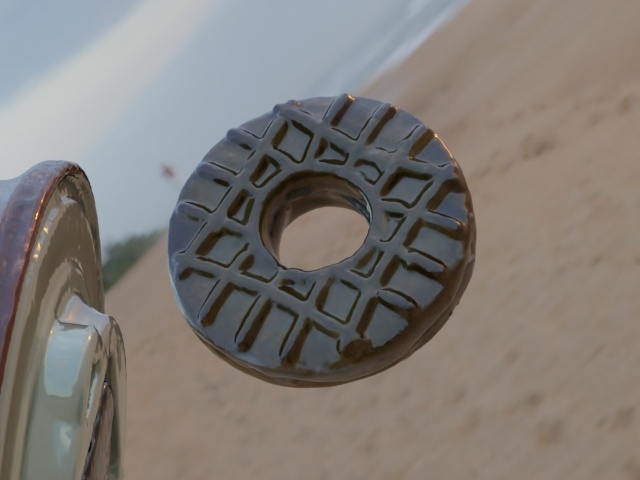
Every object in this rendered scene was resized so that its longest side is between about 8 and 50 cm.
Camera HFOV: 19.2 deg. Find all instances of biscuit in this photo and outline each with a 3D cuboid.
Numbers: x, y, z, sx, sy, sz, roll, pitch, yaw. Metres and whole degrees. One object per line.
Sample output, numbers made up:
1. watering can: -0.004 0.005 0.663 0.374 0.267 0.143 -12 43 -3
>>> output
1. biscuit: 0.000 0.000 1.935 0.332 0.332 0.103 -46 -27 -15

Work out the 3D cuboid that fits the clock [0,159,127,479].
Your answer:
1. clock: -0.139 0.118 0.934 0.318 0.080 0.319 6 -90 -88
